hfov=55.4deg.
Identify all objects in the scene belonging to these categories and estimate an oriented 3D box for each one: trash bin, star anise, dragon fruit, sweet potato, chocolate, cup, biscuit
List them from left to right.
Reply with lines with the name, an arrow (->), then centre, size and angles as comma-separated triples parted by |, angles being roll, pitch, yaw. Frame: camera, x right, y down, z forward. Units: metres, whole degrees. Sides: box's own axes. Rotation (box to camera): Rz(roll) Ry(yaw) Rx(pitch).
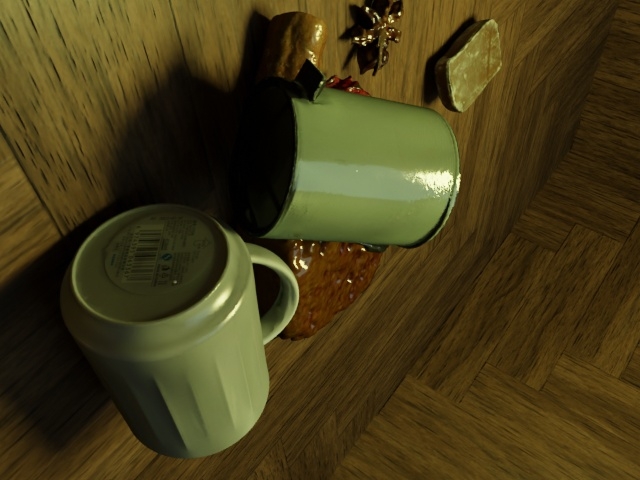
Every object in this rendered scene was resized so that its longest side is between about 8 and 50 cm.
cup -> -0.167, 0.110, 0.869 | 0.323, 0.237, 0.326 | -32, 144, -25
sweet potato -> -0.053, -0.231, 0.934 | 0.097, 0.097, 0.251 | -31, 148, -47
biscuit -> 0.000, 0.000, 1.181 | 0.395, 0.166, 0.342 | -33, 145, -47
dragon fruit -> 0.031, -0.224, 1.081 | 0.142, 0.130, 0.121 | 46, 42, -63
trash bin -> 0.031, -0.103, 0.873 | 0.263, 0.217, 0.277 | 3, 128, -29
star anise -> 0.104, -0.383, 1.114 | 0.168, 0.057, 0.167 | -42, 141, -46
chocolate -> 0.347, -0.429, 1.491 | 0.254, 0.080, 0.157 | -49, 138, -27
